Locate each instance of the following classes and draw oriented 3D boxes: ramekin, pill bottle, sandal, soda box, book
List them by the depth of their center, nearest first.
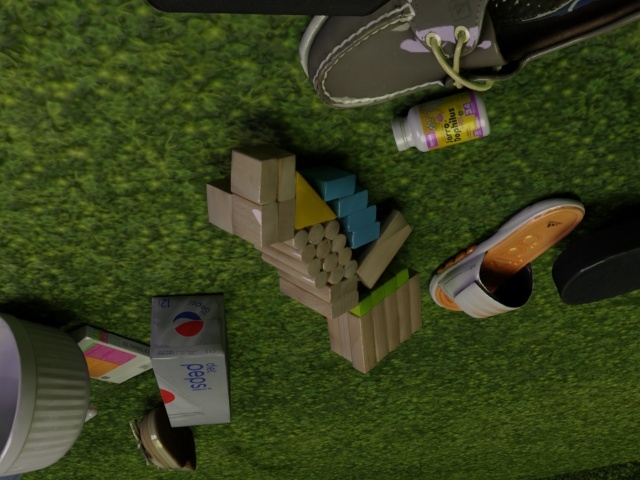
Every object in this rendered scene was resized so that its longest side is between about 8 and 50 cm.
[{"bbox_3d":[0.108,-0.106,0.651,0.083,0.043,0.043,-14,149,12],"label":"pill bottle"},{"bbox_3d":[0.502,0.011,0.840,0.446,0.107,0.167,-18,150,5],"label":"sandal"},{"bbox_3d":[0.227,0.043,0.893,0.102,0.076,0.265,8,147,-23],"label":"sandal"},{"bbox_3d":[-0.389,0.200,0.923,0.207,0.207,0.109,-28,152,32],"label":"ramekin"},{"bbox_3d":[-0.180,0.181,1.032,0.098,0.091,0.286,-2,149,-7],"label":"soda box"},{"bbox_3d":[-0.315,0.169,1.046,0.096,0.035,0.144,-26,145,24],"label":"book"}]

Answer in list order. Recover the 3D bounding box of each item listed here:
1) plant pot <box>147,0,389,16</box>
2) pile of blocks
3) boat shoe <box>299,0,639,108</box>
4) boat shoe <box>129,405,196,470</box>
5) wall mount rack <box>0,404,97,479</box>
[{"bbox_3d":[-0.024,-0.209,0.336,0.188,0.188,0.167,-2,162,-9],"label":"plant pot"},{"bbox_3d":[0.000,0.000,0.778,0.113,0.149,0.362,25,160,40],"label":"pile of blocks"},{"bbox_3d":[0.119,-0.164,0.507,0.305,0.091,0.109,-21,146,23],"label":"boat shoe"},{"bbox_3d":[-0.298,0.385,1.342,0.090,0.104,0.285,-9,150,-2],"label":"boat shoe"},{"bbox_3d":[-0.481,0.339,1.026,0.304,0.350,0.130,3,131,17],"label":"wall mount rack"}]
